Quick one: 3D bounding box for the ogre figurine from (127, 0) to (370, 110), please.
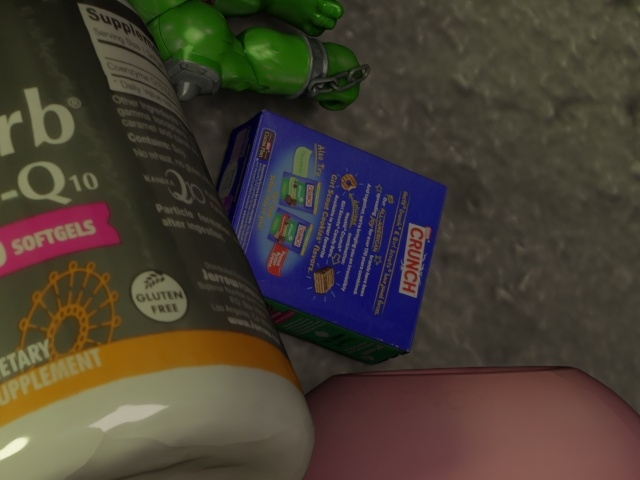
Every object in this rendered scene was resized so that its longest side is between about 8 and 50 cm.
[{"bbox_3d":[-0.062,-0.140,0.922,0.118,0.096,0.197,-31,110,-47],"label":"ogre figurine"}]

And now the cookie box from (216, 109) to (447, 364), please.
[{"bbox_3d":[0.000,0.000,0.948,0.107,0.040,0.092,22,69,-21],"label":"cookie box"}]

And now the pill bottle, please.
[{"bbox_3d":[-0.121,-0.007,0.757,0.162,0.162,0.278,-9,59,-29],"label":"pill bottle"}]

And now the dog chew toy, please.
[{"bbox_3d":[0.065,0.222,0.852,0.206,0.206,0.332,-1,88,-28],"label":"dog chew toy"}]
